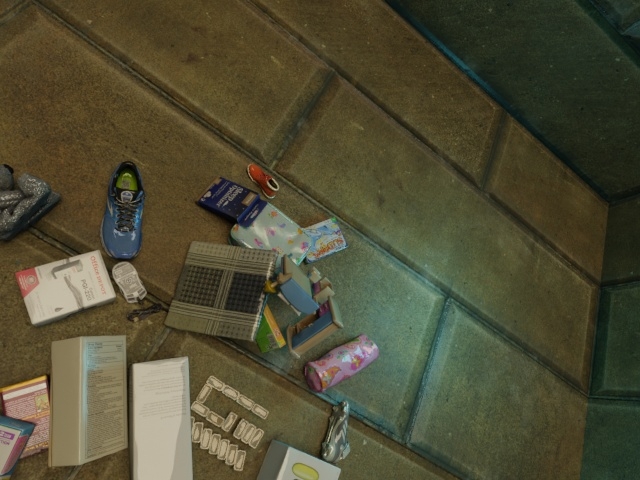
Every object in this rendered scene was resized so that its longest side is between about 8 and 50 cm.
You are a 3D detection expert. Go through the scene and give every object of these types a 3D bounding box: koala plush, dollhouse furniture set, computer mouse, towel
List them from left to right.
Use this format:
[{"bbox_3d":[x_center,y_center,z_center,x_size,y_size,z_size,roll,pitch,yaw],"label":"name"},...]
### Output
[{"bbox_3d":[-0.903,-0.135,1.142,0.221,0.196,0.203,42,70,-14],"label":"koala plush"},{"bbox_3d":[-0.589,0.157,1.294,0.106,0.042,0.193,-27,93,-26],"label":"computer mouse"},{"bbox_3d":[-0.320,0.158,1.340,0.323,0.056,0.313,8,69,13],"label":"towel"},{"bbox_3d":[-0.104,0.187,1.388,0.198,0.286,0.303,-36,117,11],"label":"dollhouse furniture set"}]

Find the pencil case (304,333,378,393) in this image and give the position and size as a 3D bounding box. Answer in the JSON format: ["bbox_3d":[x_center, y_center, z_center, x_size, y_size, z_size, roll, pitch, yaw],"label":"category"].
[{"bbox_3d":[0.079,0.446,1.506,0.284,0.124,0.124,-20,84,-32],"label":"pencil case"}]

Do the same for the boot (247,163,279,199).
[{"bbox_3d":[-0.219,-0.242,1.585,0.059,0.084,0.158,-41,93,-29],"label":"boot"}]

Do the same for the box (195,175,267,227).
[{"bbox_3d":[-0.316,-0.142,1.467,0.225,0.037,0.136,25,59,16],"label":"box"}]

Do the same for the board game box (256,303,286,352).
[{"bbox_3d":[-0.217,0.253,1.404,0.039,0.124,0.260,-27,88,-43],"label":"board game box"}]

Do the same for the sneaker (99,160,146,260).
[{"bbox_3d":[-0.625,-0.100,1.294,0.129,0.147,0.330,0,75,-27],"label":"sneaker"}]

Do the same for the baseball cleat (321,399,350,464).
[{"bbox_3d":[0.071,0.684,1.461,0.109,0.072,0.206,39,64,-27],"label":"baseball cleat"}]

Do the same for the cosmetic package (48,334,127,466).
[{"bbox_3d":[-0.624,0.421,1.109,0.160,0.113,0.310,30,49,-67],"label":"cosmetic package"}]

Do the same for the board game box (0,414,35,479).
[{"bbox_3d":[-0.871,0.561,0.949,0.242,0.064,0.317,21,74,-6],"label":"board game box"}]

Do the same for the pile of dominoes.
[{"bbox_3d":[-0.307,0.587,1.318,0.251,0.040,0.196,35,62,-4],"label":"pile of dominoes"}]

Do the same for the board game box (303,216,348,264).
[{"bbox_3d":[0.000,0.000,1.649,0.201,0.035,0.136,-23,85,-30],"label":"board game box"}]

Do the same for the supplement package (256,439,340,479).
[{"bbox_3d":[-0.081,0.774,1.296,0.203,0.149,0.194,31,63,-17],"label":"supplement package"}]

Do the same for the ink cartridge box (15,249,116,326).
[{"bbox_3d":[-0.734,0.138,1.195,0.217,0.092,0.159,-19,84,-32],"label":"ink cartridge box"}]

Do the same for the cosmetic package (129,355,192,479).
[{"bbox_3d":[-0.457,0.526,1.155,0.155,0.197,0.366,-1,76,-28],"label":"cosmetic package"}]

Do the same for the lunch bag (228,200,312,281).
[{"bbox_3d":[-0.176,0.002,1.505,0.279,0.108,0.224,40,61,-4],"label":"lunch bag"}]

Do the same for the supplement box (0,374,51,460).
[{"bbox_3d":[-0.762,0.464,1.082,0.104,0.080,0.188,-12,80,-29],"label":"supplement box"}]
